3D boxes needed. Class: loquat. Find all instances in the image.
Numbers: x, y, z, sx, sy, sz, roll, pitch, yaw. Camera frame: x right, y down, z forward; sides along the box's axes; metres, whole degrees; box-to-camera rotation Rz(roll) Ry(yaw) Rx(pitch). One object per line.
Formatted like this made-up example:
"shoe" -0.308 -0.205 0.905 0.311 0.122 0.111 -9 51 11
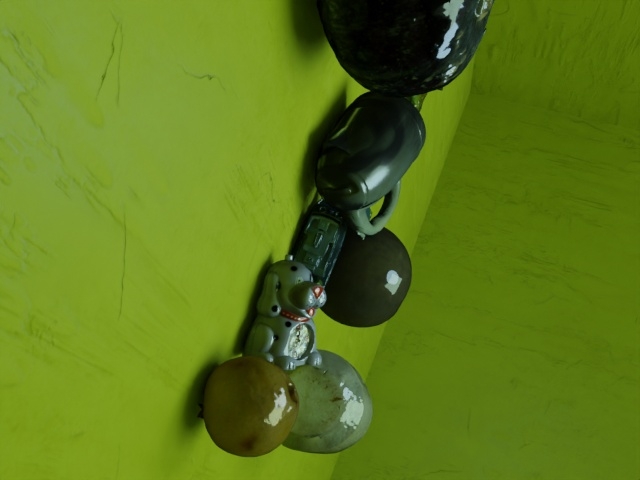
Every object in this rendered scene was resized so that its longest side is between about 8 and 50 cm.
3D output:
"loquat" -0.150 0.344 1.374 0.208 0.208 0.207 17 90 -75

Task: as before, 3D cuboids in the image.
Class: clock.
"clock" -0.076 0.161 1.537 0.189 0.189 0.253 -8 109 -74

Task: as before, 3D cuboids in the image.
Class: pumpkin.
"pumpkin" 0.175 -0.516 1.314 0.454 0.344 0.454 -50 150 -45

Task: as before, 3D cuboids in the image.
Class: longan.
"longan" 0.110 0.091 1.862 0.319 0.319 0.318 17 90 -75

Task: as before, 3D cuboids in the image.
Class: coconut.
"coconut" -0.002 0.465 1.896 0.323 0.323 0.322 17 90 -75

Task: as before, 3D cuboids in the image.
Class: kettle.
"kettle" 0.116 -0.170 1.681 0.324 0.229 0.320 -54 136 -40

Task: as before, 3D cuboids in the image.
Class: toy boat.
"toy boat" -0.001 0.000 1.700 0.122 0.114 0.295 89 21 -72

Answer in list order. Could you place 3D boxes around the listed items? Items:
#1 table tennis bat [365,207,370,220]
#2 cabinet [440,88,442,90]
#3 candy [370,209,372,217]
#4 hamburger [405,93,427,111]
"table tennis bat" 0.106 -0.073 2.109 0.201 0.033 0.124 -47 123 -43
"cabinet" 0.417 -0.683 2.382 0.174 0.148 0.215 -56 159 -48
"candy" 0.156 -0.125 2.273 0.193 0.062 0.058 -68 170 -56
"hamburger" 0.282 -0.462 2.175 0.214 0.125 0.235 -72 -177 -45
